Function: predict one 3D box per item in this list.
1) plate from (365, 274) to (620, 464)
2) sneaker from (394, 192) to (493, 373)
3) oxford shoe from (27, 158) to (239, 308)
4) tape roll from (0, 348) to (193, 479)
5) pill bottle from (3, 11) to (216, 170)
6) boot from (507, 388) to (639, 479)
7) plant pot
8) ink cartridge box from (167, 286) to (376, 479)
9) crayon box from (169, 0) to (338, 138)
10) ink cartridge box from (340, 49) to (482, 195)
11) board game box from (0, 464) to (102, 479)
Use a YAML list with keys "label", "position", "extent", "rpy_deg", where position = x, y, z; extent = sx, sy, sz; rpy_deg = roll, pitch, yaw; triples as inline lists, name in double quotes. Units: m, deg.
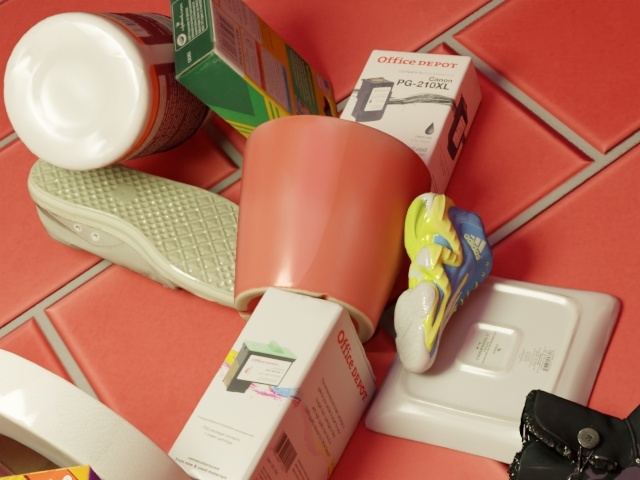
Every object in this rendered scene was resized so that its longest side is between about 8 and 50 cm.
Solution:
- label: "plate"
  position: [0.224, 0.151, 1.643]
  extent: [0.278, 0.045, 0.277]
  rpy_deg: [10, 56, 26]
- label: "sneaker"
  position: [0.172, 0.060, 1.646]
  extent: [0.091, 0.126, 0.240]
  rpy_deg: [167, 111, -65]
- label: "oxford shoe"
  position: [-0.243, -0.003, 1.895]
  extent: [0.449, 0.130, 0.169]
  rpy_deg: [23, 49, 17]
- label: "tape roll"
  position: [-0.308, 0.265, 1.512]
  extent: [0.392, 0.392, 0.072]
  rpy_deg: [16, 58, 30]
- label: "pill bottle"
  position: [-0.295, -0.236, 1.912]
  extent: [0.224, 0.224, 0.392]
  rpy_deg: [-5, 8, 16]
- label: "boot"
  position: [0.347, 0.211, 1.489]
  extent: [0.207, 0.094, 0.247]
  rpy_deg: [18, 65, 14]
- label: "plant pot"
  position: [0.000, 0.000, 1.719]
  extent: [0.274, 0.275, 0.243]
  rpy_deg: [3, 63, 22]
- label: "ink cartridge box"
  position: [-0.055, 0.230, 1.571]
  extent: [0.117, 0.201, 0.278]
  rpy_deg: [15, 58, 27]
- label: "crayon box"
  position: [-0.095, -0.246, 1.932]
  extent: [0.083, 0.323, 0.203]
  rpy_deg: [-32, 44, 23]
- label: "ink cartridge box"
  position: [0.127, -0.172, 1.906]
  extent: [0.171, 0.100, 0.237]
  rpy_deg: [8, 55, 25]
- label: "board game box"
  position: [-0.359, 0.504, 1.352]
  extent: [0.356, 0.357, 0.356]
  rpy_deg: [-11, 49, 12]
